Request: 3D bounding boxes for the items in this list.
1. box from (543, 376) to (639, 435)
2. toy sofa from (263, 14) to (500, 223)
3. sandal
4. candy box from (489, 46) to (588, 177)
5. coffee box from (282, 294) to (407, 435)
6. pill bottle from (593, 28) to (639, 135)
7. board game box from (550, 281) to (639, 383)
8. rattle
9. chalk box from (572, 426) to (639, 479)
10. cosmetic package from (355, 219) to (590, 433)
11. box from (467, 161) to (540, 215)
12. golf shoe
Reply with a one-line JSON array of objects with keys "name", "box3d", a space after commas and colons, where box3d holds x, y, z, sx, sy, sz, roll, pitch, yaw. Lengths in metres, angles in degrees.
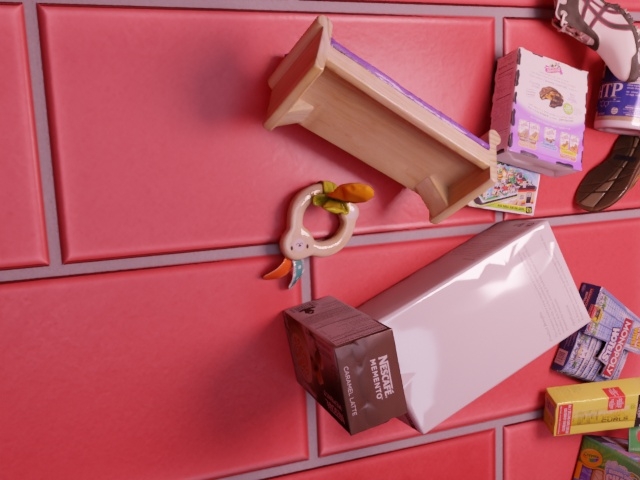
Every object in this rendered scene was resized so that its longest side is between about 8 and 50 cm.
[{"name": "box", "box3d": [0.577, 0.336, 1.361, 0.232, 0.058, 0.087, -4, 113, -4]}, {"name": "toy sofa", "box3d": [0.103, -0.196, 1.057, 0.362, 0.150, 0.177, 28, 49, -22]}, {"name": "sandal", "box3d": [0.601, -0.137, 1.343, 0.219, 0.090, 0.060, -53, 133, -14]}, {"name": "candy box", "box3d": [0.400, -0.232, 1.226, 0.165, 0.070, 0.196, 12, 80, -21]}, {"name": "coffee box", "box3d": [0.031, 0.189, 1.069, 0.098, 0.246, 0.141, -16, 103, -18]}, {"name": "pill bottle", "box3d": [0.602, -0.304, 1.293, 0.112, 0.112, 0.187, 7, 94, -22]}, {"name": "board game box", "box3d": [0.599, 0.210, 1.389, 0.194, 0.060, 0.194, 21, 90, -21]}, {"name": "rattle", "box3d": [0.000, 0.000, 1.095, 0.200, 0.143, 0.130, -50, 129, -15]}, {"name": "chalk box", "box3d": [0.654, 0.519, 1.388, 0.180, 0.179, 0.289, 12, 93, -23]}, {"name": "cosmetic package", "box3d": [0.257, 0.140, 1.190, 0.385, 0.156, 0.217, -27, 99, -14]}, {"name": "box", "box3d": [0.313, -0.115, 1.248, 0.207, 0.036, 0.114, 6, 95, -21]}, {"name": "golf shoe", "box3d": [0.491, -0.396, 1.223, 0.120, 0.105, 0.273, -22, 77, 4]}]
